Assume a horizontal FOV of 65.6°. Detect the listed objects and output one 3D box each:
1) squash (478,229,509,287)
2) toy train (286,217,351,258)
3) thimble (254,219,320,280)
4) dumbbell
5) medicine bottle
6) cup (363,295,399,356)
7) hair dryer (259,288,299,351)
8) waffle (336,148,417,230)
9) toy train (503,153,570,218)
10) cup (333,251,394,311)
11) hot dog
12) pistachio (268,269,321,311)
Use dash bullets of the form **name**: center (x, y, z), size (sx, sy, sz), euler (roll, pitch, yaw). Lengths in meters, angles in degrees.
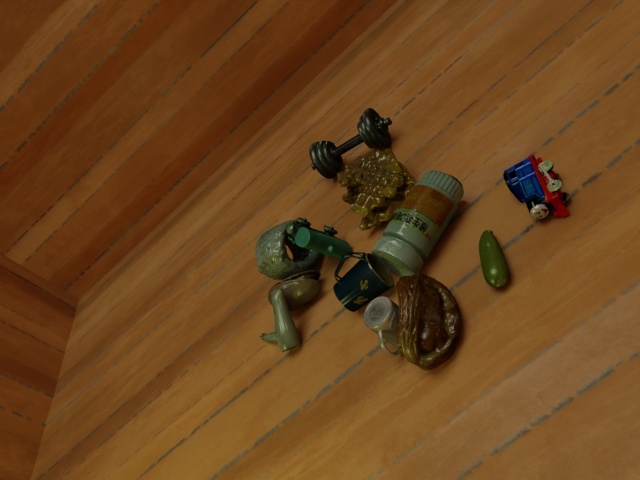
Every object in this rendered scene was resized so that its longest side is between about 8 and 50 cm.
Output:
- **squash**: center (0.460, 0.045, 1.325), size (0.066, 0.066, 0.201), euler (-27, 34, 29)
- **toy train**: center (0.000, 0.000, 1.757), size (0.159, 0.248, 0.101), euler (38, 106, 46)
- **thimble**: center (-0.128, 0.040, 1.857), size (0.172, 0.205, 0.250), euler (-24, -1, 41)
- **dumbbell**: center (0.123, -0.404, 2.097), size (0.406, 0.179, 0.179), euler (-27, 37, 29)
- **medicine bottle**: center (0.303, -0.054, 1.525), size (0.318, 0.158, 0.158), euler (-55, 33, -14)
- **cup**: center (0.199, 0.236, 1.355), size (0.099, 0.133, 0.136), euler (-42, 32, 15)
- **hair dryer**: center (-0.165, 0.296, 1.733), size (0.237, 0.075, 0.206), euler (-37, 65, 52)
- **waffle**: center (0.200, -0.195, 1.808), size (0.261, 0.151, 0.324), euler (-36, 37, 8)
- **toy train**: center (0.591, -0.140, 1.353), size (0.131, 0.083, 0.204), euler (-28, 35, 26)
- **cup**: center (0.116, 0.122, 1.548), size (0.155, 0.176, 0.131), euler (-43, 12, 18)
- **hot dog**: center (0.276, 0.198, 1.287), size (0.114, 0.175, 0.259), euler (-50, 26, 43)
- **pistachio**: center (-0.089, 0.174, 1.762), size (0.206, 0.131, 0.129), euler (-33, 43, 18)
